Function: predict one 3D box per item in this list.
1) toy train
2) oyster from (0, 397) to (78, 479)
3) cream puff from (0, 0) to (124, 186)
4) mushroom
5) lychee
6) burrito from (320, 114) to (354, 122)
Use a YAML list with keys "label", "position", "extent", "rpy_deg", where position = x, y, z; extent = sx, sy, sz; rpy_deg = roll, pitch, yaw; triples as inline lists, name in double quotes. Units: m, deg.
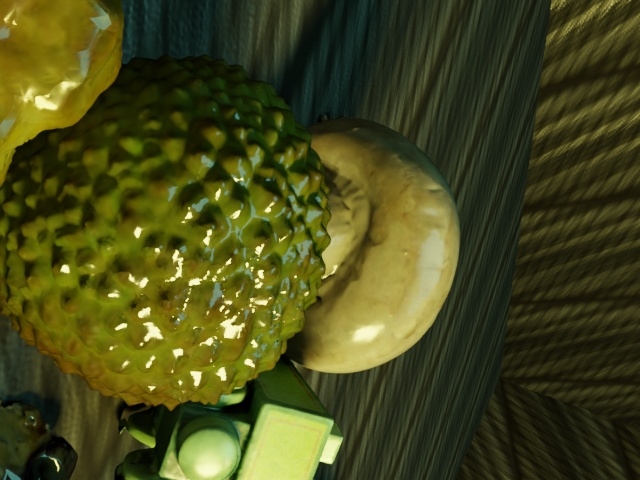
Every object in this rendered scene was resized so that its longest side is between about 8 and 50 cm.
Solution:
- label: "toy train"
  position: [-0.101, 0.185, 0.763]
  extent: [0.271, 0.188, 0.159]
  rpy_deg: [-152, -99, -74]
- label: "oyster"
  position: [-0.304, 0.184, 0.526]
  extent: [0.361, 0.096, 0.221]
  rpy_deg: [76, 32, -53]
- label: "cream puff"
  position: [-0.233, -0.154, 0.376]
  extent: [0.281, 0.185, 0.282]
  rpy_deg: [-8, 114, -19]
- label: "mushroom"
  position: [0.000, 0.000, 0.816]
  extent: [0.290, 0.297, 0.298]
  rpy_deg: [14, 93, -55]
- label: "lychee"
  position: [-0.126, -0.004, 0.575]
  extent: [0.270, 0.320, 0.270]
  rpy_deg: [39, 42, -47]
- label: "burrito"
  position: [0.026, -0.079, 1.096]
  extent: [0.063, 0.058, 0.230]
  rpy_deg: [-43, 142, -52]
